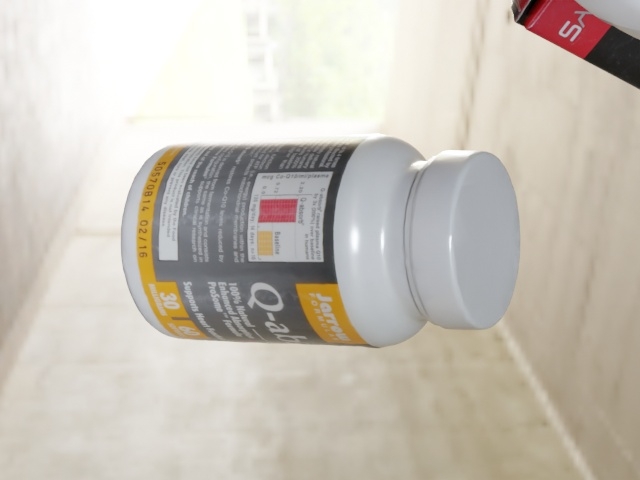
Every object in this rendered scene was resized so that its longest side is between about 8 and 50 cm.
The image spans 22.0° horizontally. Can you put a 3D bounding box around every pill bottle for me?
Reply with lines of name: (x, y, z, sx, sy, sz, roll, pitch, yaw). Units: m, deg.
pill bottle: (0.000, 0.000, 1.259, 0.162, 0.279, 0.162, -1, 91, -61)

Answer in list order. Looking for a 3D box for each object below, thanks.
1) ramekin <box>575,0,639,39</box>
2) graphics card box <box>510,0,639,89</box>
ramekin: (0.152, -0.197, 0.480, 0.127, 0.273, 0.272, -2, -92, 48)
graphics card box: (0.275, -0.126, 0.936, 0.094, 0.371, 0.232, -54, -161, 29)
